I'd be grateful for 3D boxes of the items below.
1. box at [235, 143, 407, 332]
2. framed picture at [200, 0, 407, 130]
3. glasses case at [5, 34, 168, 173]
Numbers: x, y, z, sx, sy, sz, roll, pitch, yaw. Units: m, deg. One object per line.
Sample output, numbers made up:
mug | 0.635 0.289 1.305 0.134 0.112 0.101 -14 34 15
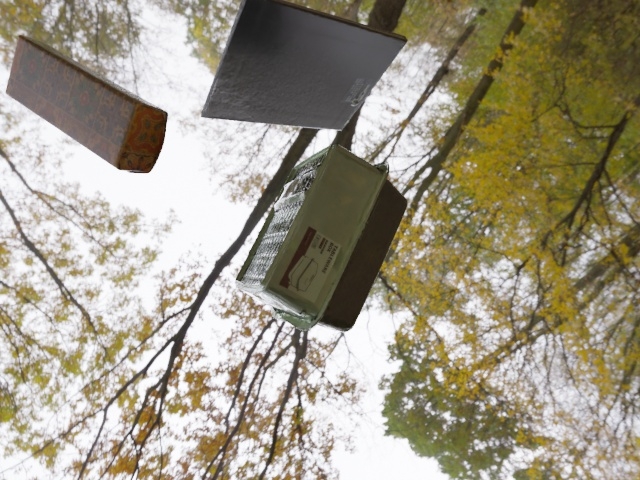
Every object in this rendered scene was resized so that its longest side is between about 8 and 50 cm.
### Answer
box | 0.000 0.000 0.690 0.166 0.221 0.290 31 -104 -20
framed picture | -0.030 -0.309 0.793 0.339 0.255 0.014 -5 -117 -35
glasses case | -0.269 -0.156 0.479 0.218 0.075 0.049 31 -165 21
